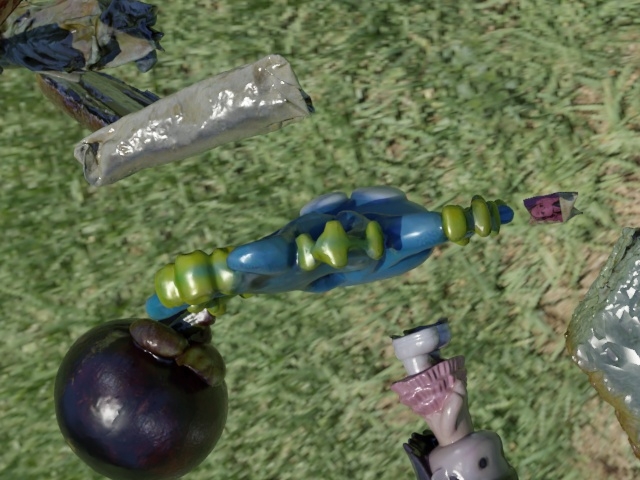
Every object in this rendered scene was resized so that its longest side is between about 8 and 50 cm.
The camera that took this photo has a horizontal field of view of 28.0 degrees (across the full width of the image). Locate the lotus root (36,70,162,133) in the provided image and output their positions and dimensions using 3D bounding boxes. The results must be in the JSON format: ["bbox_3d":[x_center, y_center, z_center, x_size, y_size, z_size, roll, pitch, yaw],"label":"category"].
[{"bbox_3d":[-0.289,-0.171,1.816,0.329,0.167,0.078,36,117,48],"label":"lotus root"}]

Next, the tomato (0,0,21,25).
[{"bbox_3d":[-0.271,-0.209,0.864,0.187,0.187,0.151,-69,27,21],"label":"tomato"}]

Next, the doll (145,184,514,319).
[{"bbox_3d":[0.000,0.000,1.198,0.346,0.341,0.099,-16,85,20],"label":"doll"}]

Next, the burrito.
[{"bbox_3d":[-0.138,-0.122,1.373,0.275,0.059,0.082,-20,109,21],"label":"burrito"}]

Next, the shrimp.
[{"bbox_3d":[-0.286,-0.174,1.156,0.360,0.247,0.085,3,108,34],"label":"shrimp"}]

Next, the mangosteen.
[{"bbox_3d":[-0.211,0.179,1.617,0.228,0.228,0.265,39,109,16],"label":"mangosteen"}]

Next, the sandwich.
[{"bbox_3d":[0.428,0.126,1.426,0.262,0.131,0.325,-32,88,15],"label":"sandwich"}]

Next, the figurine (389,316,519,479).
[{"bbox_3d":[0.075,0.110,0.736,0.054,0.072,0.129,-25,83,25],"label":"figurine"}]

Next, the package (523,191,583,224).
[{"bbox_3d":[0.245,-0.033,1.348,0.059,0.083,0.029,-10,71,12],"label":"package"}]
